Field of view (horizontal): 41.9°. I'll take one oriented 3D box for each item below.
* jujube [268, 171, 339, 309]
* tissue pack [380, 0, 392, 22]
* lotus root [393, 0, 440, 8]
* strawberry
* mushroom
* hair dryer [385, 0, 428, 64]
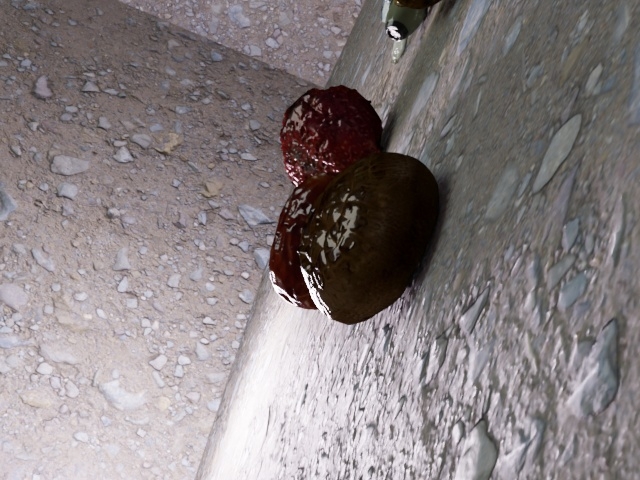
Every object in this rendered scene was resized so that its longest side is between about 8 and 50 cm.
[{"bbox_3d":[0.000,0.000,1.491,0.174,0.174,0.250,-84,12,-66],"label":"jujube"},{"bbox_3d":[0.231,-0.676,2.079,0.185,0.081,0.257,59,-127,-89],"label":"tissue pack"},{"bbox_3d":[0.205,-0.546,1.611,0.314,0.142,0.169,131,130,-60],"label":"lotus root"},{"bbox_3d":[0.016,-0.214,1.814,0.274,0.221,0.274,-61,11,22],"label":"strawberry"},{"bbox_3d":[0.063,-0.006,1.159,0.253,0.153,0.253,-55,21,34],"label":"mushroom"},{"bbox_3d":[0.218,-0.538,1.950,0.218,0.088,0.225,-62,-8,-4],"label":"hair dryer"}]
